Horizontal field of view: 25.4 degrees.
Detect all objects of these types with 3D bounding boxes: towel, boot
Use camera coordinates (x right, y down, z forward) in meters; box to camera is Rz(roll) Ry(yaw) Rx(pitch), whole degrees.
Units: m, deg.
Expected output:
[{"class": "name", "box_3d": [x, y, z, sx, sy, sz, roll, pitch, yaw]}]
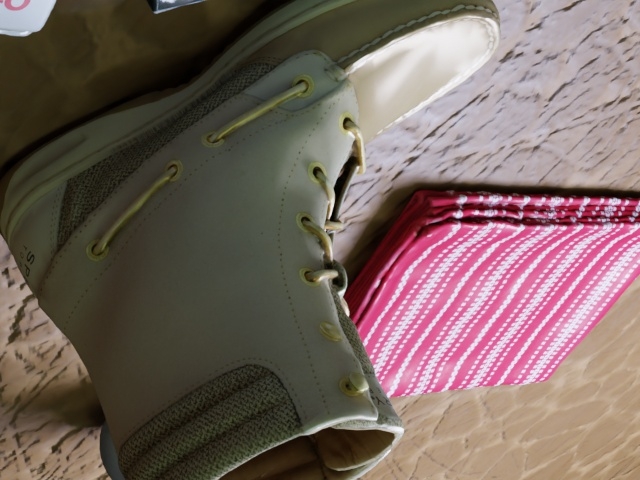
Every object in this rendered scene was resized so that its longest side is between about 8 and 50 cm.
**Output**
[{"class": "towel", "box_3d": [0.115, 0.044, 0.969, 0.275, 0.031, 0.199, 0, 137, -41]}, {"class": "boot", "box_3d": [0.000, 0.000, 0.641, 0.262, 0.203, 0.095, -28, 149, -5]}]

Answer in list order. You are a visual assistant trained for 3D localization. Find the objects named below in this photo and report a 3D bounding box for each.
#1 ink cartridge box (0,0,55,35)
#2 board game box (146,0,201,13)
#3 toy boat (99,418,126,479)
[{"class": "ink cartridge box", "box_3d": [-0.122, -0.148, 0.468, 0.109, 0.063, 0.150, 0, 137, -41]}, {"class": "board game box", "box_3d": [0.013, -0.169, 0.590, 0.186, 0.026, 0.126, -19, 145, -20]}, {"class": "toy boat", "box_3d": [-0.205, 0.191, 0.815, 0.318, 0.148, 0.267, -18, 141, -8]}]
